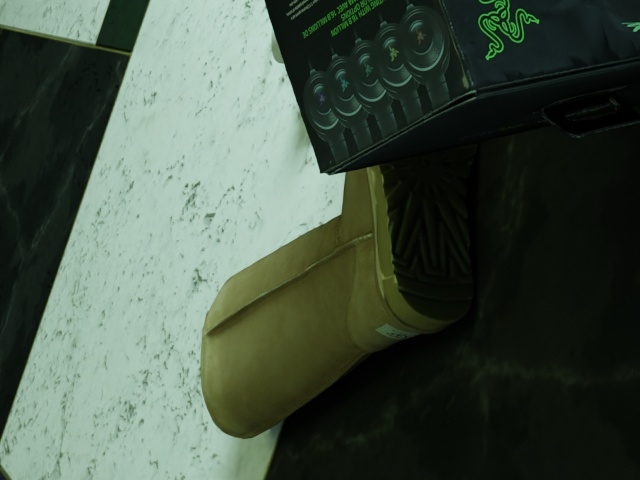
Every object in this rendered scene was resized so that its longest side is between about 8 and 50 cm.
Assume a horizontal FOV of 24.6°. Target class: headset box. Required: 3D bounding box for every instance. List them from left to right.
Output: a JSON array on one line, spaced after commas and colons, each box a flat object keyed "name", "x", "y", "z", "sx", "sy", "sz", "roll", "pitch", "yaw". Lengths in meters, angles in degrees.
[{"name": "headset box", "x": 0.090, "y": -0.183, "z": 0.756, "sx": 0.131, "sy": 0.246, "sz": 0.283, "roll": -25, "pitch": 80, "yaw": 54}]

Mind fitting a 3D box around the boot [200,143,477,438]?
[{"name": "boot", "x": 0.000, "y": 0.000, "z": 1.073, "sx": 0.269, "sy": 0.089, "sz": 0.236, "roll": -34, "pitch": 45, "yaw": 52}]

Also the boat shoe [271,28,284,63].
[{"name": "boat shoe", "x": 0.021, "y": -0.238, "z": 1.230, "sx": 0.065, "sy": 0.075, "sz": 0.206, "roll": 15, "pitch": 79, "yaw": 20}]
